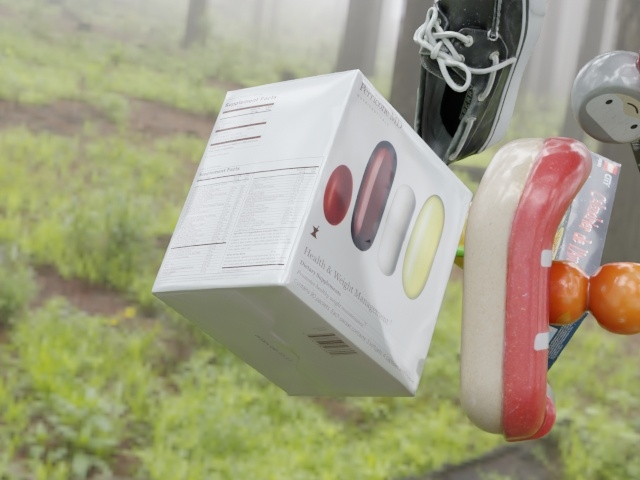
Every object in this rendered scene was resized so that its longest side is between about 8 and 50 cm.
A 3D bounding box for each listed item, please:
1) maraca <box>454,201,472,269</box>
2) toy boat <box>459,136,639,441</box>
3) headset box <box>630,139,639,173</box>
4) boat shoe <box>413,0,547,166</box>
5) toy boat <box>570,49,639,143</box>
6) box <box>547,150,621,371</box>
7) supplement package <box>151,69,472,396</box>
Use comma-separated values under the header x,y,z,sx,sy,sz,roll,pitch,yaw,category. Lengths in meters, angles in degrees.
x,y,z,sx,sy,sz,roll,pitch,yaw,category
0.195,-0.003,1.703,0.186,0.099,0.127,-4,13,20,maraca
0.186,0.037,1.074,0.151,0.231,0.151,2,6,9,toy boat
0.391,-0.119,1.647,0.032,0.083,0.062,-30,19,-24,headset box
0.150,-0.203,1.487,0.105,0.306,0.113,-30,60,-31,boat shoe
0.184,-0.231,1.002,0.267,0.318,0.148,-14,-14,-47,toy boat
0.244,0.036,1.470,0.044,0.159,0.233,23,45,0,box
0.000,0.000,1.196,0.149,0.203,0.194,-5,-33,39,supplement package
